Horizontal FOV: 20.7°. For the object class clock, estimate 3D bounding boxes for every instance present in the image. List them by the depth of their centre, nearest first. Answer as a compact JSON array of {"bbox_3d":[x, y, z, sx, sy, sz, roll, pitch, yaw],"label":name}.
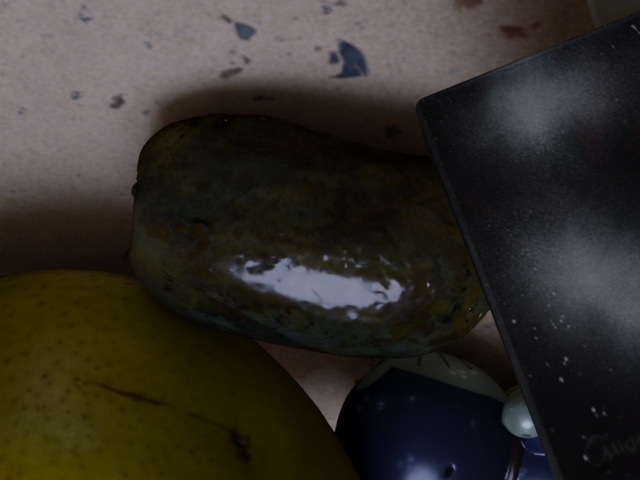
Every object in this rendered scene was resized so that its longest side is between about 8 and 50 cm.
[{"bbox_3d":[0.133,0.167,1.425,0.243,0.146,0.199,7,157,-8],"label":"clock"}]

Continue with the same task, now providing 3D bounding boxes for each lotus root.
[{"bbox_3d":[0.000,0.000,1.229,0.275,0.152,0.160,6,154,1],"label":"lotus root"}]

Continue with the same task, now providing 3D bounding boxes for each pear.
[{"bbox_3d":[-0.163,0.202,1.322,0.418,0.362,0.362,27,138,1],"label":"pear"}]

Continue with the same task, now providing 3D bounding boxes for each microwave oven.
[{"bbox_3d":[0.315,-0.001,0.996,0.432,0.236,0.374,-21,158,7],"label":"microwave oven"}]

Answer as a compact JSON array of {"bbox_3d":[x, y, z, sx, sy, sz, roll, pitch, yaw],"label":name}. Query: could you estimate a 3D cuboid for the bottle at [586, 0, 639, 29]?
[{"bbox_3d":[0.285,-0.173,1.044,0.245,0.104,0.104,-16,136,22],"label":"bottle"}]
